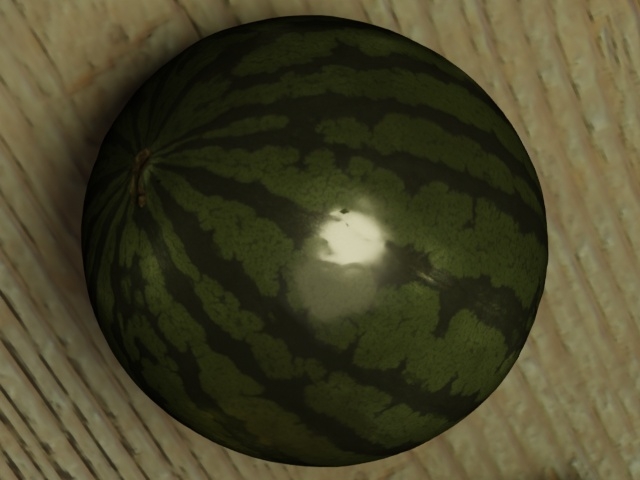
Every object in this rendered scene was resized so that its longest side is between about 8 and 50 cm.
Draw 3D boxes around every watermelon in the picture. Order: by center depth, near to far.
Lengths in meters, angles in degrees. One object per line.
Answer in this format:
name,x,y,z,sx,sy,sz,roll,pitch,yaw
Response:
watermelon,0.000,0.000,0.782,0.212,0.212,0.212,-5,119,-9
